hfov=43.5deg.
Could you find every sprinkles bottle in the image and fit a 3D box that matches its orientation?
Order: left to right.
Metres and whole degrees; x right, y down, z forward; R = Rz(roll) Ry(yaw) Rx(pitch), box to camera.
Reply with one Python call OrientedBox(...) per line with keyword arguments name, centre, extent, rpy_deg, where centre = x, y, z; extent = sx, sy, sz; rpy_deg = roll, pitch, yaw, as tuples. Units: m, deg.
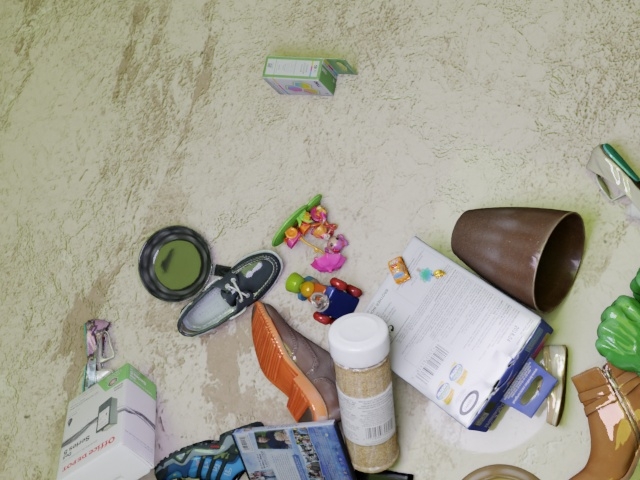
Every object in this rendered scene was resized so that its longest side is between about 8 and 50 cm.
OrientedBox(name="sprinkles bottle", centre=(0.093, 0.320, 1.658), extent=(0.121, 0.121, 0.355), rpy_deg=(7, 126, 22))

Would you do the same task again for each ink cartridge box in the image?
OrientedBox(name="ink cartridge box", centre=(-0.499, 0.455, 1.895), extent=(0.198, 0.115, 0.273), rpy_deg=(-33, 31, 11))
OrientedBox(name="ink cartridge box", centre=(-0.025, -0.403, 1.975), extent=(0.209, 0.109, 0.062), rpy_deg=(7, 82, 22))
OrientedBox(name="ink cartridge box", centre=(0.293, 0.213, 1.680), extent=(0.395, 0.151, 0.270), rpy_deg=(35, 93, 31))

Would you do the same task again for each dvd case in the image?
OrientedBox(name="dvd case", centre=(-0.055, 0.479, 1.743), extent=(0.253, 0.022, 0.180), rpy_deg=(-11, 108, 23))

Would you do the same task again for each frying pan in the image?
OrientedBox(name="frying pan", centre=(-0.302, 0.044, 2.016), extent=(0.326, 0.053, 0.197), rpy_deg=(-14, 80, 8))

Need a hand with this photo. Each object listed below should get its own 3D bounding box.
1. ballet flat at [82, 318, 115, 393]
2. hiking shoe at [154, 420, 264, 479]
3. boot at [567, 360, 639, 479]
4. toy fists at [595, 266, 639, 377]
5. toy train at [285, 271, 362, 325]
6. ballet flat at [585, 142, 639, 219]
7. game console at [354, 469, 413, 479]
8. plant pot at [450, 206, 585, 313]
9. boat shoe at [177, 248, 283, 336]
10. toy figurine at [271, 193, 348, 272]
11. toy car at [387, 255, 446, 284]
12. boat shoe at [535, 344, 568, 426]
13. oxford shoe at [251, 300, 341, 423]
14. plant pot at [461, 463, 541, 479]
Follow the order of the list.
OrientedBox(name="ballet flat", centre=(-0.566, 0.310, 2.055), extent=(0.079, 0.077, 0.221), rpy_deg=(-2, 77, 1))
OrientedBox(name="hiking shoe", centre=(-0.252, 0.527, 1.862), extent=(0.304, 0.113, 0.132), rpy_deg=(-24, 78, 19))
OrientedBox(name="boot", centre=(0.558, 0.366, 1.586), extent=(0.283, 0.109, 0.220), rpy_deg=(-33, 70, 9))
OrientedBox(name="toy fists", centre=(0.652, 0.138, 1.584), extent=(0.142, 0.096, 0.279), rpy_deg=(42, 78, 10))
OrientedBox(name="toy train", centre=(-0.020, 0.114, 1.791), extent=(0.143, 0.248, 0.105), rpy_deg=(25, 89, 28))
OrientedBox(name="ballet flat", centre=(0.652, -0.097, 1.678), extent=(0.086, 0.086, 0.248), rpy_deg=(-41, 66, 8))
OrientedBox(name="game console", centre=(0.229, 0.609, 1.698), extent=(0.361, 0.044, 0.213), rpy_deg=(2, 80, 21))
OrientedBox(name="plant pot", centre=(0.400, 0.014, 1.689), extent=(0.230, 0.215, 0.215), rpy_deg=(21, 87, 38))
OrientedBox(name="boat shoe", centre=(-0.216, 0.134, 1.925), extent=(0.302, 0.091, 0.114), rpy_deg=(-41, 96, 15))
OrientedBox(name="toy figurine", centre=(0.000, 0.000, 1.898), extent=(0.159, 0.130, 0.173), rpy_deg=(41, 70, 10))
OrientedBox(name="toy car", centre=(0.195, 0.053, 1.668), extent=(0.122, 0.040, 0.060), rpy_deg=(-11, 71, 24))
OrientedBox(name="boat shoe", centre=(0.477, 0.298, 1.663), extent=(0.059, 0.063, 0.170), rpy_deg=(3, 70, 24))
OrientedBox(name="oxford shoe", centre=(-0.049, 0.279, 1.851), extent=(0.363, 0.133, 0.130), rpy_deg=(56, 143, 33))
OrientedBox(name="plant pot", centre=(0.371, 0.573, 1.628), extent=(0.236, 0.032, 0.236), rpy_deg=(-4, 67, 10))
